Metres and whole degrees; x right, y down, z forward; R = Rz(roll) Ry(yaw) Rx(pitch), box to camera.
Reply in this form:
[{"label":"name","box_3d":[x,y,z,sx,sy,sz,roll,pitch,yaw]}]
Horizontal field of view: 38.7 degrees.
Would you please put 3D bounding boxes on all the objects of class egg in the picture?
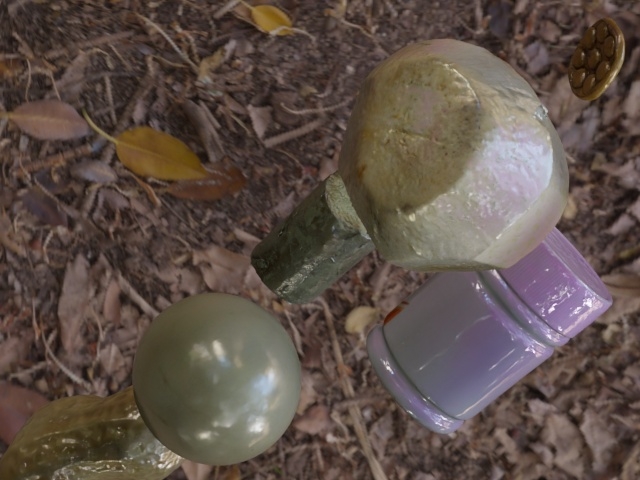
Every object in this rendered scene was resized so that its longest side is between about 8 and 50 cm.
[{"label":"egg","box_3d":[-0.119,0.151,1.024,0.185,0.241,0.186,-5,103,-22]}]

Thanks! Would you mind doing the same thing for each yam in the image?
[{"label":"yam","box_3d":[0.000,0.000,1.695,0.161,0.161,0.268,33,124,-24]}]

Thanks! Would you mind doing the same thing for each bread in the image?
[{"label":"bread","box_3d":[0.356,-0.234,1.175,0.024,0.110,0.110,12,101,-18]}]

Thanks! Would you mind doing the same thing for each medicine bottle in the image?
[{"label":"medicine bottle","box_3d":[0.242,0.116,1.338,0.202,0.202,0.316,38,111,-24]}]

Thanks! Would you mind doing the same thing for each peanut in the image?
[{"label":"peanut","box_3d":[-0.310,0.277,1.240,0.291,0.143,0.159,-24,72,4]}]

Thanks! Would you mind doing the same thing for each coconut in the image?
[{"label":"coconut","box_3d":[0.124,-0.075,0.864,0.197,0.237,0.237,-40,115,15]}]
